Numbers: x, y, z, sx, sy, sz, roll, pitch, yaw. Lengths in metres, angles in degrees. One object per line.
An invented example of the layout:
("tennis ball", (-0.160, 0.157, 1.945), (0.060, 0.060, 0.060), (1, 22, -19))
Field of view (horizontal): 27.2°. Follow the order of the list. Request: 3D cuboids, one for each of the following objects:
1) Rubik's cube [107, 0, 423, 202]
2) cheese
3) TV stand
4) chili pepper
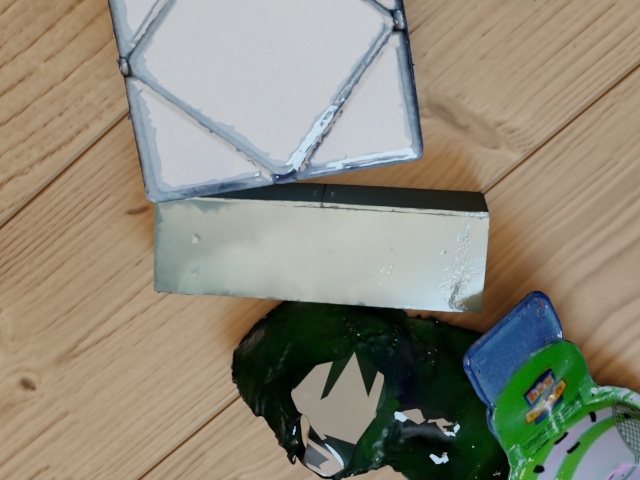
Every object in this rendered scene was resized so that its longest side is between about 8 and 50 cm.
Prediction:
("Rubik's cube", (-0.037, -0.158, 0.998), (0.207, 0.205, 0.205), (-8, 103, 3))
("cheese", (0.208, 0.187, 1.095), (0.204, 0.083, 0.320), (-40, 121, -20))
("TV stand", (0.000, 0.000, 1.099), (0.269, 0.083, 0.088), (4, 106, 0))
("chili pepper", (0.056, 0.129, 1.109), (0.264, 0.116, 0.148), (21, 99, -4))
